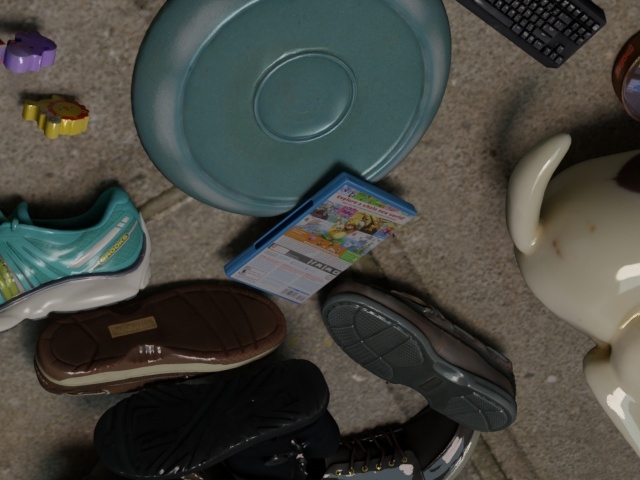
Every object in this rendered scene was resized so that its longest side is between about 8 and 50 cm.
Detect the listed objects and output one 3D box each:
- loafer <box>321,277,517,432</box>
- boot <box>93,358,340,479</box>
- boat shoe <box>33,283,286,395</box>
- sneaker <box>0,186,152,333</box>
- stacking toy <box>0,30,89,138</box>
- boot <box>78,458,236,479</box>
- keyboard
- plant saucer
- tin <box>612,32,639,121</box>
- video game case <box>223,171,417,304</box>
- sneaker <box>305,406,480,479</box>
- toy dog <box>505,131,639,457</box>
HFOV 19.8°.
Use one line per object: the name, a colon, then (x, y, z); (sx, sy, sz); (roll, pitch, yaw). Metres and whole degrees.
loafer: (0.108, 0.110, 1.967); (0.267, 0.084, 0.096); (37, 137, -27)
boot: (-0.100, 0.210, 1.902); (0.246, 0.094, 0.207); (-17, 157, -5)
boat shoe: (-0.165, 0.107, 1.857); (0.257, 0.095, 0.095); (-4, 151, -19)
sneaker: (-0.298, 0.019, 1.738); (0.275, 0.107, 0.110); (-16, 111, -15)
stacking toy: (-0.284, -0.154, 1.574); (0.221, 0.052, 0.167); (-15, 134, -39)
boot: (-0.212, 0.302, 1.987); (0.190, 0.076, 0.208); (31, 105, -25)
keyboard: (0.204, -0.240, 1.757); (0.180, 0.023, 0.108); (30, 111, -37)
plant saucer: (-0.019, -0.143, 1.735); (0.318, 0.043, 0.317); (-10, 128, -13)
tin: (0.385, -0.165, 1.876); (0.190, 0.040, 0.106); (8, 127, -26)
video game case: (0.000, 0.000, 1.836); (0.166, 0.015, 0.119); (-38, 144, 23)
sneaker: (0.073, 0.241, 2.041); (0.222, 0.083, 0.118); (-44, 126, 14)
toy dog: (0.420, -0.032, 1.831); (0.408, 0.284, 0.395); (-32, 111, 19)
